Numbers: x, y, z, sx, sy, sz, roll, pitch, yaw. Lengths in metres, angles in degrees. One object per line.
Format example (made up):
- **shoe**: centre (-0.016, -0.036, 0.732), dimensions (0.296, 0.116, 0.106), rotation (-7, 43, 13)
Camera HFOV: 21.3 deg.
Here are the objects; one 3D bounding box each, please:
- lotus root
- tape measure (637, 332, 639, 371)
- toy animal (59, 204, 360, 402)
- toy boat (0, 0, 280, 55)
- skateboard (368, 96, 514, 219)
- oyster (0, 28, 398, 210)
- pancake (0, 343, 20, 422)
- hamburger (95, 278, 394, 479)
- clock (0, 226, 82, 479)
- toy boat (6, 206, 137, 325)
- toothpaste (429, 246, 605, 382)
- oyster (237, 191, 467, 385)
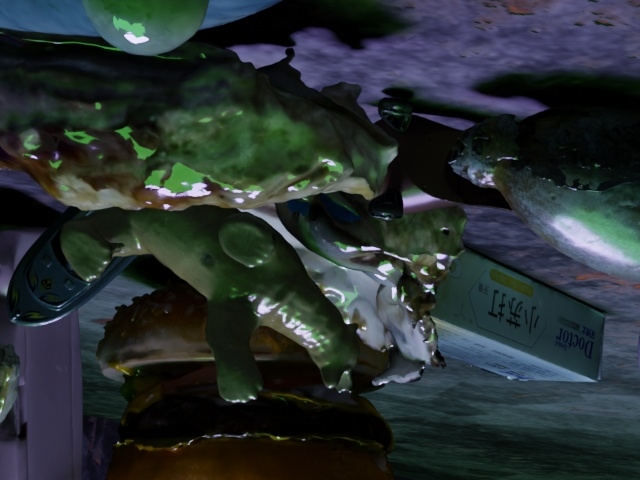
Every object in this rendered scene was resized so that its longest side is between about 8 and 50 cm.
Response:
- **lotus root**: centre (0.150, -0.028, 0.887), dimensions (0.165, 0.088, 0.088), rotation (18, 167, -8)
- **tape measure**: centre (0.336, 0.097, 1.293), dimensions (0.196, 0.105, 0.178), rotation (12, 168, -23)
- **toy animal**: centre (-0.061, 0.012, 1.041), dimensions (0.219, 0.103, 0.101), rotation (38, -167, 11)
- **toy boat**: centre (-0.134, -0.118, 0.575), dimensions (0.330, 0.123, 0.215), rotation (4, 166, 27)
- **skateboard**: centre (0.093, -0.037, 0.958), dimensions (0.151, 0.067, 0.080), rotation (7, 178, -9)
- **oyster**: centre (-0.131, -0.071, 0.858), dimensions (0.275, 0.100, 0.271), rotation (10, -176, -29)
- **pancake**: centre (-0.302, 0.038, 1.220), dimensions (0.254, 0.253, 0.037), rotation (-4, -165, 46)
- **hamburger**: centre (-0.068, 0.150, 1.534), dimensions (0.291, 0.225, 0.291), rotation (1, 168, 0)
- **clock**: centre (-0.358, 0.132, 1.406), dimensions (0.326, 0.342, 0.184), rotation (0, 176, 20)
- **toy boat**: centre (-0.157, 0.006, 1.136), dimensions (0.055, 0.141, 0.060), rotation (47, -172, 0)
- **toothpaste**: centre (0.115, 0.056, 1.339), dimensions (0.089, 0.071, 0.313), rotation (-4, 163, 37)
- **oyster**: centre (0.000, 0.000, 1.121), dimensions (0.223, 0.083, 0.214), rotation (29, 155, 18)
